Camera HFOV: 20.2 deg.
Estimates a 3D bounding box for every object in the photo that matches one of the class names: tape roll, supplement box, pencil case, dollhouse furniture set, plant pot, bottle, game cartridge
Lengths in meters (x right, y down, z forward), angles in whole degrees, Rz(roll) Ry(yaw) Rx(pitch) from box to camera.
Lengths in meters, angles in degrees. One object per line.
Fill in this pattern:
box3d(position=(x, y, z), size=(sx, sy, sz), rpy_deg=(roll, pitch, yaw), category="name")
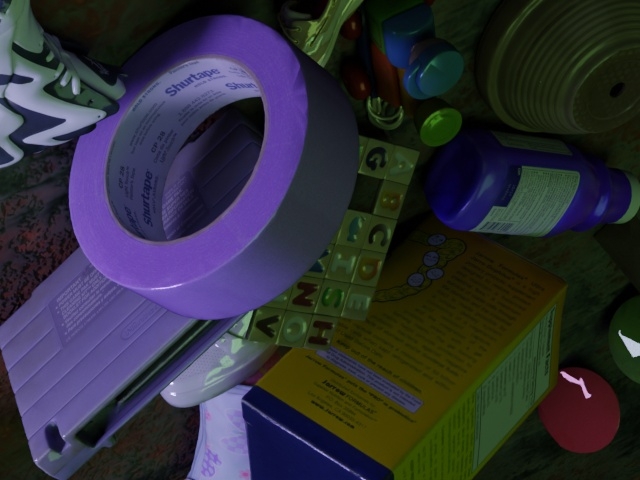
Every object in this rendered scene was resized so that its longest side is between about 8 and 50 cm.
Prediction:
box3d(position=(-0.101, -0.069, 1.669), size=(0.275, 0.275, 0.090), rpy_deg=(-44, 141, 12), category="tape roll")
box3d(position=(0.098, 0.170, 2.029), size=(0.356, 0.195, 0.194), rpy_deg=(-43, 149, -31), category="supplement box")
box3d(position=(-0.093, 0.219, 2.112), size=(0.124, 0.113, 0.273), rpy_deg=(8, 133, -2), category="pencil case")
box3d(position=(0.465, 0.015, 2.286), size=(0.144, 0.123, 0.151), rpy_deg=(-43, 141, 11), category="dollhouse furniture set")
box3d(position=(0.296, -0.196, 1.958), size=(0.237, 0.110, 0.237), rpy_deg=(-21, 140, -18), category="plant pot")
box3d(position=(0.255, -0.062, 2.080), size=(0.282, 0.092, 0.118), rpy_deg=(4, 129, -38), category="bottle")
box3d(position=(-0.167, 0.048, 1.784), size=(0.355, 0.230, 0.068), rpy_deg=(-42, 124, 11), category="game cartridge")

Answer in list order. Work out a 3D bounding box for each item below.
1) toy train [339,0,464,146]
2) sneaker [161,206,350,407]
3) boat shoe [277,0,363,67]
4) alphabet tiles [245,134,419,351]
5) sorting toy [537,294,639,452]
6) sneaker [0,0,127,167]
box3d(position=(0.096, -0.147, 1.836), size=(0.105, 0.143, 0.248), rpy_deg=(-24, 141, -12), category="toy train")
box3d(position=(-0.085, 0.043, 1.948), size=(0.292, 0.108, 0.169), rpy_deg=(-40, 140, -8), category="sneaker")
box3d(position=(-0.013, -0.217, 1.756), size=(0.059, 0.063, 0.170), rpy_deg=(20, 108, -43), category="boat shoe")
box3d(position=(0.000, 0.000, 1.891), size=(0.198, 0.009, 0.237), rpy_deg=(11, 100, -43), category="alphabet tiles")
box3d(position=(0.454, 0.141, 2.435), size=(0.365, 0.127, 0.126), rpy_deg=(-48, 164, 26), category="sorting toy")
box3d(position=(-0.243, -0.166, 1.614), size=(0.153, 0.094, 0.235), rpy_deg=(-14, 138, -26), category="sneaker")
